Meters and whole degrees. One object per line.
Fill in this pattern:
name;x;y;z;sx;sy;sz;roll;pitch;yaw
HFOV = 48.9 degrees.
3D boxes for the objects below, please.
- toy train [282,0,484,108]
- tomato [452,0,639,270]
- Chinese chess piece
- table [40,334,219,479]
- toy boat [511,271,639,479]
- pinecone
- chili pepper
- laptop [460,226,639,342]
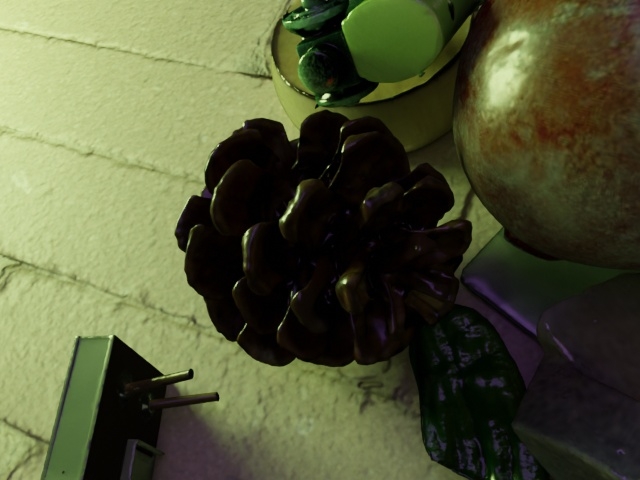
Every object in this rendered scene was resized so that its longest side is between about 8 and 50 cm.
toy train;0.075;-0.206;0.638;0.157;0.105;0.253;-8;28;30
tomato;0.265;-0.116;0.577;0.316;0.283;0.317;-2;33;2
Chinese chess piece;0.066;-0.214;0.815;0.249;0.103;0.250;-7;59;11
table;-0.165;0.216;0.618;0.111;0.121;0.240;-3;61;13
toy boat;0.297;0.128;0.539;0.276;0.111;0.293;22;60;22
pinecone;0.000;0.000;0.617;0.244;0.309;0.244;-1;93;-20
chili pepper;0.138;0.176;0.590;0.099;0.083;0.253;-12;64;8
laptop;0.292;-0.001;0.686;0.269;0.015;0.187;-44;60;-12
